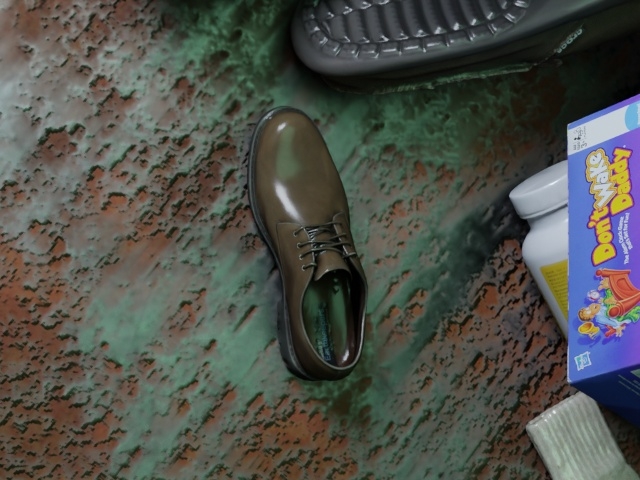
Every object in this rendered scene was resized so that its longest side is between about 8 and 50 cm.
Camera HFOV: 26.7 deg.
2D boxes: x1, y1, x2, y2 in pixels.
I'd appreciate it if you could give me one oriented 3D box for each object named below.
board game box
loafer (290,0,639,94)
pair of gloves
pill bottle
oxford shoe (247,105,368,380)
[{"bbox_3d":[0.334,0.067,1.110,0.347,0.078,0.233,32,51,-36],"label":"board game box"},{"bbox_3d":[0.157,-0.183,1.127,0.366,0.130,0.134,-13,57,-5],"label":"loafer"},{"bbox_3d":[0.317,0.210,1.218,0.240,0.042,0.204,-20,94,-21],"label":"pair of gloves"},{"bbox_3d":[0.237,0.025,1.164,0.103,0.103,0.184,-32,99,-19],"label":"pill bottle"},{"bbox_3d":[0.000,0.000,1.082,0.082,0.096,0.227,-14,91,-19],"label":"oxford shoe"}]
